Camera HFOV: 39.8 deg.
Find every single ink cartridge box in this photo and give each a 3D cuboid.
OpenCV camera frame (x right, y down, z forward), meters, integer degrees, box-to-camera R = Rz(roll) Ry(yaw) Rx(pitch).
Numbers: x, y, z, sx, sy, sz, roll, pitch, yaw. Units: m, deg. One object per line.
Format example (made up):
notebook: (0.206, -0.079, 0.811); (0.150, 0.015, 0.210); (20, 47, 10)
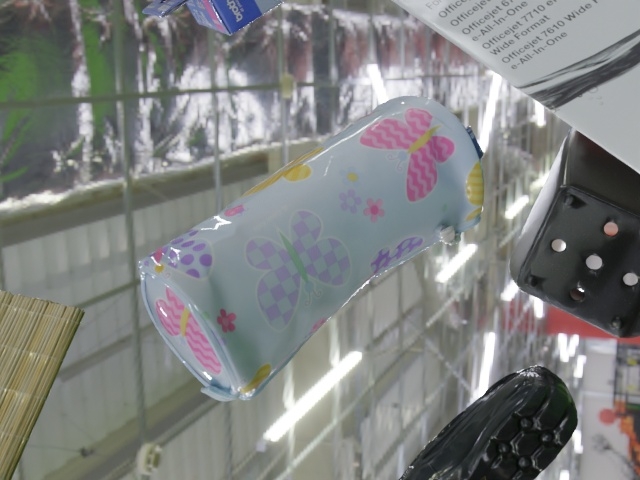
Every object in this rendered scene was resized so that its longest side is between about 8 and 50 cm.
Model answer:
ink cartridge box: (-0.044, -0.310, 0.976); (0.065, 0.311, 0.186); (62, 172, -23)
ink cartridge box: (0.180, -0.183, 0.516); (0.308, 0.129, 0.223); (26, -126, -29)

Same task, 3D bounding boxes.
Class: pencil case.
pencil case: (0.000, 0.000, 0.659); (0.273, 0.113, 0.124); (-35, -73, -25)

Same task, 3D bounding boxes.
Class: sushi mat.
sushi mat: (-0.488, 0.223, 1.353); (0.019, 0.152, 0.316); (82, -159, -57)

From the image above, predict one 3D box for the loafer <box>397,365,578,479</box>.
loafer: (0.112, 0.187, 0.696); (0.223, 0.076, 0.078); (-49, 5, 13)

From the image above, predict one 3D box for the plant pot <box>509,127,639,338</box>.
plant pot: (0.312, 0.002, 0.974); (0.167, 0.188, 0.187); (-28, -38, -61)
